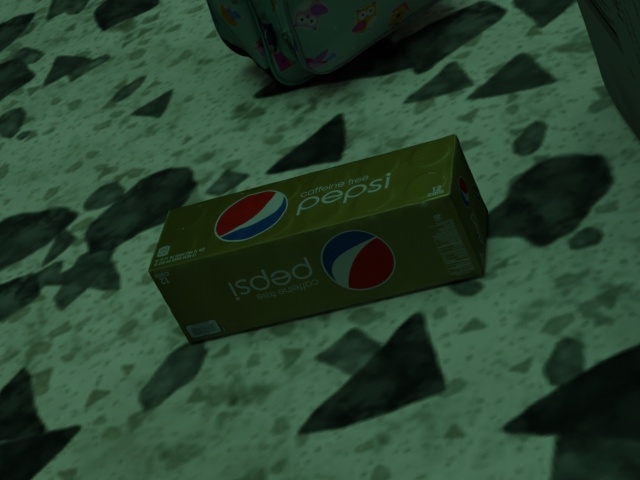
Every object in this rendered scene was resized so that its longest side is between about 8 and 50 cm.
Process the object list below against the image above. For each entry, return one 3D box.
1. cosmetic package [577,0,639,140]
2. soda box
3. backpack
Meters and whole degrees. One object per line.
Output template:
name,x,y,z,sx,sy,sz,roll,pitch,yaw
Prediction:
cosmetic package,0.308,-0.210,0.746,0.393,0.329,0.327,-24,31,5
soda box,0.000,0.000,0.917,0.181,0.058,0.061,-14,34,18
backpack,-0.008,-0.217,1.114,0.166,0.188,0.144,-34,33,-14
